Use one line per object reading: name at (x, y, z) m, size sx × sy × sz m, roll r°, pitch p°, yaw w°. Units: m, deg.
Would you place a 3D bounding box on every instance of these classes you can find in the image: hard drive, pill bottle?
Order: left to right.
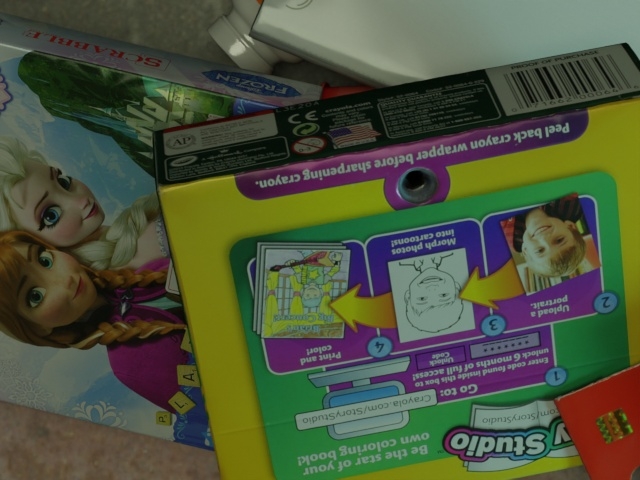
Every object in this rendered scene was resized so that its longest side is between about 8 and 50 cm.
pill bottle at (-0.017, -0.202, 1.433) m, size 0.152 × 0.086 × 0.086 m, roll -43°, pitch 86°, yaw 5°
hard drive at (0.150, -0.203, 1.370) m, size 0.353 × 0.047 × 0.233 m, roll 22°, pitch 86°, yaw -4°

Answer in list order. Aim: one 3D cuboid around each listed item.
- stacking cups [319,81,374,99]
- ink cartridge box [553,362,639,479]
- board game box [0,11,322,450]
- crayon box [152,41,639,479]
stacking cups at (-0.086, -0.081, 1.423) m, size 0.316 × 0.096 × 0.096 m, roll -1°, pitch 90°, yaw 12°
ink cartridge box at (0.340, 0.183, 1.340) m, size 0.239 × 0.060 × 0.275 m, roll -25°, pitch 119°, yaw 5°
board game box at (-0.184, -0.005, 1.392) m, size 0.318 × 0.066 × 0.318 m, roll 13°, pitch 116°, yaw 2°
crayon box at (0.080, 0.041, 1.317) m, size 0.363 × 0.106 × 0.313 m, roll -10°, pitch 120°, yaw -1°
